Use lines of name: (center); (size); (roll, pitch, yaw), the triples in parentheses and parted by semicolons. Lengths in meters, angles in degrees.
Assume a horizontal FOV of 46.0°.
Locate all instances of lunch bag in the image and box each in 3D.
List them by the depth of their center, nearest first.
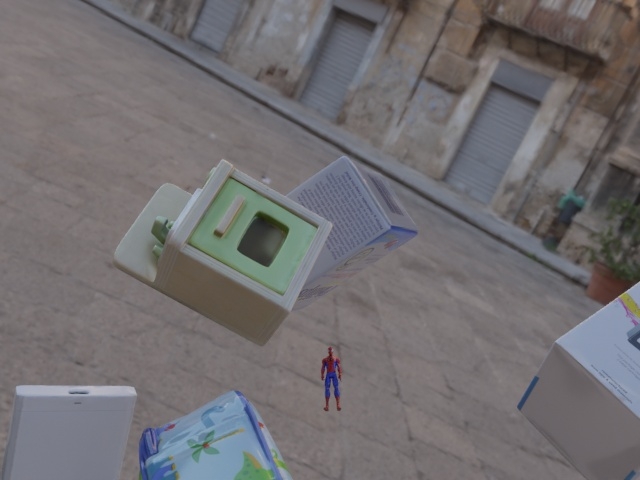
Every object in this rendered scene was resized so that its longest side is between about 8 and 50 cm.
lunch bag: (-0.032, 0.212, 0.437); (0.219, 0.090, 0.176); (-128, -163, -56)

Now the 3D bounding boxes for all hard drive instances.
hard drive: (-0.458, 0.402, 1.349); (0.203, 0.307, 0.040); (6, 18, -28)

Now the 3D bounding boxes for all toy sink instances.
toy sink: (-0.128, 0.002, 0.982); (0.234, 0.131, 0.152); (30, 55, -3)

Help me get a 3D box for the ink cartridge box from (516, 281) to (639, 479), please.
ink cartridge box: (0.488, 0.214, 1.164); (0.270, 0.198, 0.197); (-26, 57, -28)

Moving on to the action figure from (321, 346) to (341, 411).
action figure: (0.020, 0.247, 1.360); (0.038, 0.115, 0.030); (-6, -29, 7)

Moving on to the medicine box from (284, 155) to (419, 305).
medicine box: (0.000, 0.000, 1.356); (0.149, 0.289, 0.263); (58, 14, 10)
